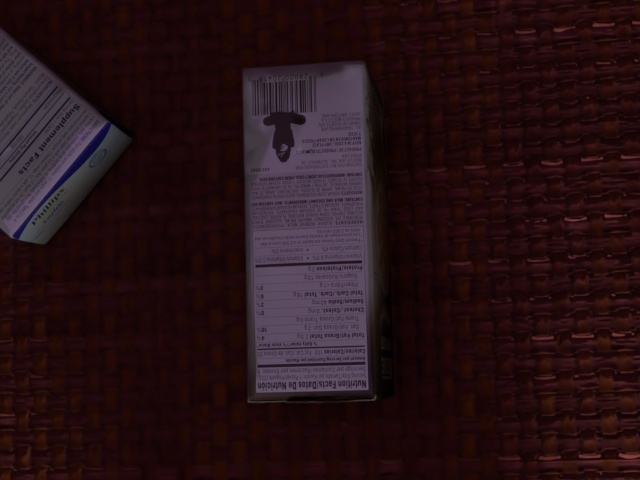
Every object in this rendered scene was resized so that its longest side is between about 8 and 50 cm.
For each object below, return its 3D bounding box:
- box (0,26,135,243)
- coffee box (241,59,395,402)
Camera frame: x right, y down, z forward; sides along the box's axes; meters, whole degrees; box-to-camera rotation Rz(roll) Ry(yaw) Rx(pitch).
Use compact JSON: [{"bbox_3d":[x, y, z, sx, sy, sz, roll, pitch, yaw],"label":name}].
[{"bbox_3d":[-0.252,-0.087,1.046,0.137,0.072,0.126,41,91,12],"label":"box"},{"bbox_3d":[0.000,0.000,0.959,0.098,0.141,0.247,-3,84,9],"label":"coffee box"}]
